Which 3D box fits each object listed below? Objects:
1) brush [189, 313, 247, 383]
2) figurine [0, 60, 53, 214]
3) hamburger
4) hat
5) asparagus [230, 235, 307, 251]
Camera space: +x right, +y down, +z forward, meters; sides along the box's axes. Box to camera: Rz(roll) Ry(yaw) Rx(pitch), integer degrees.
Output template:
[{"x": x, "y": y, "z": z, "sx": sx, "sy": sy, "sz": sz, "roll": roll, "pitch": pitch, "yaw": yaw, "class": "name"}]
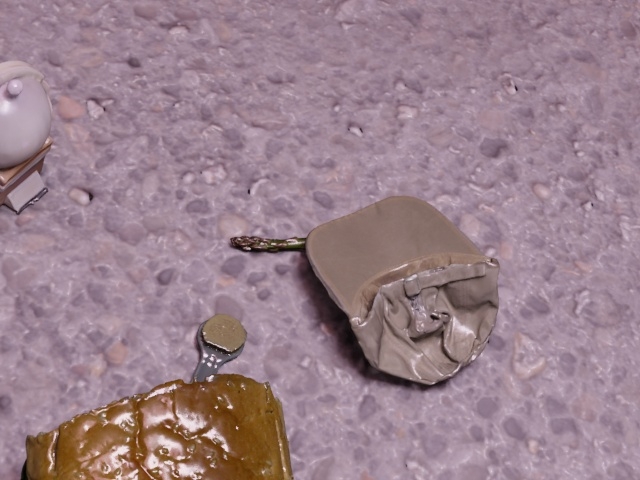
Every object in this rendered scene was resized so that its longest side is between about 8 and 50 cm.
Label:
[{"x": -0.154, "y": 0.199, "z": 1.172, "sx": 0.062, "sy": 0.027, "sz": 0.266, "roll": 24, "pitch": 55, "yaw": -4, "class": "brush"}, {"x": -0.408, "y": -0.140, "z": 1.233, "sx": 0.141, "sy": 0.237, "sz": 0.162, "roll": 40, "pitch": 60, "yaw": 7, "class": "figurine"}, {"x": -0.162, "y": 0.272, "z": 1.045, "sx": 0.309, "sy": 0.132, "sz": 0.211, "roll": -8, "pitch": 64, "yaw": -23, "class": "hamburger"}, {"x": 0.106, "y": 0.064, "z": 1.292, "sx": 0.214, "sy": 0.149, "sz": 0.244, "roll": -21, "pitch": 35, "yaw": -16, "class": "hat"}, {"x": 0.000, "y": 0.000, "z": 1.345, "sx": 0.248, "sy": 0.024, "sz": 0.025, "roll": -3, "pitch": 14, "yaw": -14, "class": "asparagus"}]
